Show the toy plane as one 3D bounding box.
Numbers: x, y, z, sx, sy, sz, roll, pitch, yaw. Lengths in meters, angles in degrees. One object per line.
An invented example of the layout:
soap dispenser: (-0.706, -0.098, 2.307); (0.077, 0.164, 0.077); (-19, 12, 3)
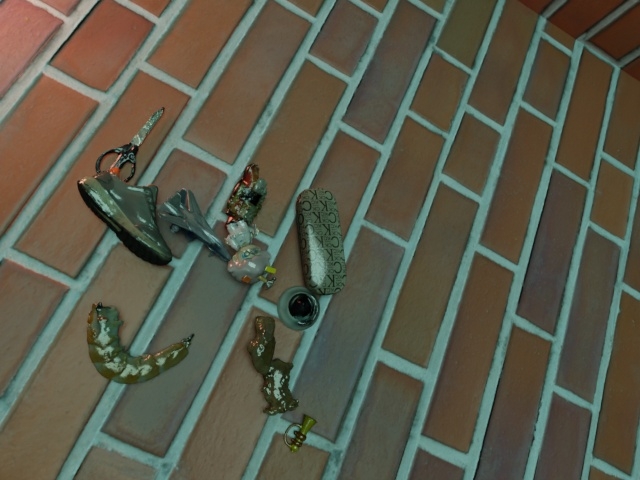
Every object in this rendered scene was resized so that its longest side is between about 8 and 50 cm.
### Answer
toy plane: (-0.367, -0.026, 1.339); (0.088, 0.212, 0.267); (-29, 108, 20)

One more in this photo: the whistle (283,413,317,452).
whistle: (-0.063, 0.563, 1.306); (0.057, 0.046, 0.109); (43, 74, -19)

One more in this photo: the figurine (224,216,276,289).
figurine: (-0.222, 0.046, 1.343); (0.137, 0.112, 0.229); (-24, 98, -32)

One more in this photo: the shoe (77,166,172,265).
shoe: (-0.523, -0.082, 1.292); (0.336, 0.132, 0.171); (45, 58, -2)

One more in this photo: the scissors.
scissors: (-0.569, -0.303, 1.378); (0.109, 0.022, 0.300); (34, 71, -10)

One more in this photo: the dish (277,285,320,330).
dish: (-0.058, 0.205, 1.378); (0.141, 0.078, 0.141); (4, 75, -17)

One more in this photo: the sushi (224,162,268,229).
sushi: (-0.232, -0.128, 1.402); (0.103, 0.097, 0.226); (27, 85, -3)

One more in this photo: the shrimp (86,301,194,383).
shrimp: (-0.512, 0.298, 1.219); (0.287, 0.068, 0.185); (22, 73, -13)

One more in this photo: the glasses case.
glasses case: (0.000, 0.000, 1.444); (0.137, 0.085, 0.355); (-2, 75, -22)

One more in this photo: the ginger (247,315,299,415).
ginger: (-0.142, 0.361, 1.309); (0.122, 0.084, 0.290); (-15, 80, -13)
